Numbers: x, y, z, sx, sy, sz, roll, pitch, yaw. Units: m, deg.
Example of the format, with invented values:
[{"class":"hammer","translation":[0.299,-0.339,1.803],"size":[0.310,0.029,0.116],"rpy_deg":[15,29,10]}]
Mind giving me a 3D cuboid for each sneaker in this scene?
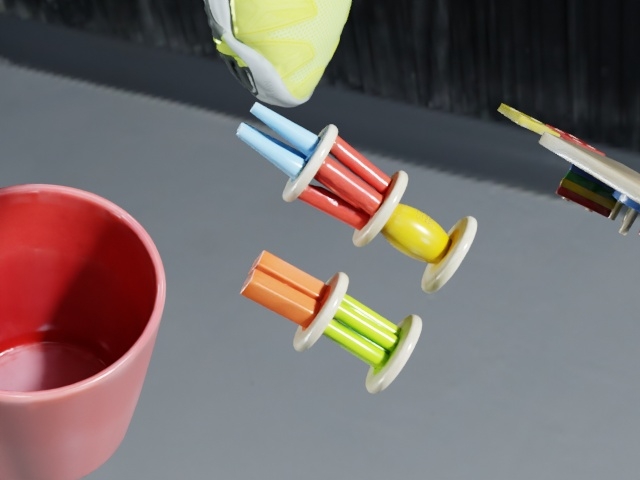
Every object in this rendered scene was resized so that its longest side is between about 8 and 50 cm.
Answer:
[{"class":"sneaker","translation":[0.023,-0.279,1.019],"size":[0.147,0.384,0.145],"rpy_deg":[18,11,25]}]

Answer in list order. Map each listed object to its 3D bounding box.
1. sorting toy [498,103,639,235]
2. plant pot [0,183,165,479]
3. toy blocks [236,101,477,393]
[{"class":"sorting toy","translation":[0.262,-0.039,1.273],"size":[0.274,0.132,0.046],"rpy_deg":[38,106,41]},{"class":"plant pot","translation":[-0.301,0.120,1.532],"size":[0.275,0.243,0.275],"rpy_deg":[4,50,-5]},{"class":"toy blocks","translation":[0.000,0.000,0.830],"size":[0.148,0.054,0.123],"rpy_deg":[33,75,-8]}]
